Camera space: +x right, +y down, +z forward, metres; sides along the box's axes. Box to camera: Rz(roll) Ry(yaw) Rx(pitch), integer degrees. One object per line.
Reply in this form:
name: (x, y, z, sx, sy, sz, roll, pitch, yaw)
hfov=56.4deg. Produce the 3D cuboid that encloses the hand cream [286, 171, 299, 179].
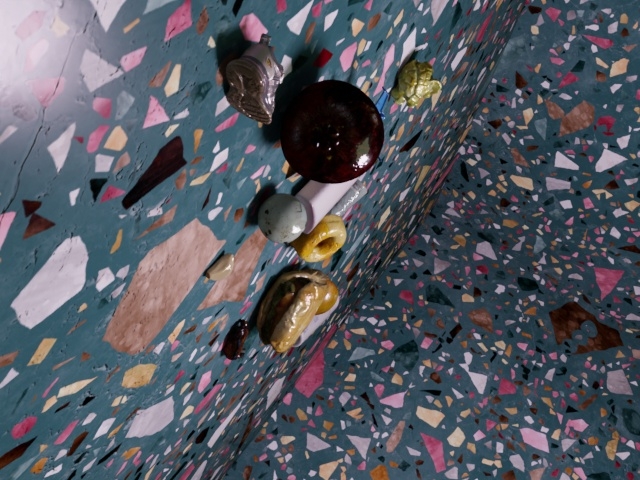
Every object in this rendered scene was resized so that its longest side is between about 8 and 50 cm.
hand cream: (-0.005, -0.220, 1.639, 0.080, 0.050, 0.234, -24, -170, 42)

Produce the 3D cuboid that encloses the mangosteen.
mangosteen: (0.030, -0.245, 1.374, 0.236, 0.235, 0.261, -61, 179, 15)

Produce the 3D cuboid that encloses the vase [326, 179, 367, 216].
vase: (0.054, -0.110, 1.996, 0.219, 0.096, 0.096, -51, 165, -11)

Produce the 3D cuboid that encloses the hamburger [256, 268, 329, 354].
hamburger: (-0.100, 0.208, 2.030, 0.330, 0.162, 0.209, -51, 162, -14)

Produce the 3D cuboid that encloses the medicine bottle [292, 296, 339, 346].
medicine bottle: (-0.039, 0.298, 2.480, 0.341, 0.130, 0.130, -40, 158, -49)

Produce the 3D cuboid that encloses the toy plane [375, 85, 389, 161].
toy plane: (0.097, -0.288, 1.585, 0.254, 0.105, 0.271, -37, 142, 16)

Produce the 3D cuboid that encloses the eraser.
eraser: (0.026, -0.160, 1.783, 0.270, 0.094, 0.174, -50, 164, -27)

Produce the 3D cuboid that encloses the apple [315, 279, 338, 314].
apple: (-0.021, 0.201, 2.250, 0.155, 0.182, 0.182, -47, 165, -4)

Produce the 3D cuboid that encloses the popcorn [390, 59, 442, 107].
popcorn: (0.303, -0.507, 1.912, 0.136, 0.162, 0.142, 53, 40, -39)

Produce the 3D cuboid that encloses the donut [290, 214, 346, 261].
donut: (0.000, 0.000, 1.893, 0.190, 0.075, 0.174, -32, 148, 15)

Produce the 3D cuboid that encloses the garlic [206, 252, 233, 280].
garlic: (-0.250, 0.072, 1.496, 0.083, 0.041, 0.053, -40, 155, -27)

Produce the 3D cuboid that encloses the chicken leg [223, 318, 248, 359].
chicken leg: (-0.277, 0.349, 1.984, 0.106, 0.051, 0.253, -54, 169, -32)

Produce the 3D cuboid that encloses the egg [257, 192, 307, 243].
egg: (-0.095, -0.052, 1.544, 0.131, 0.131, 0.164, -54, 164, -8)

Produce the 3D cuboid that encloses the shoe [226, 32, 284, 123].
shoe: (-0.115, -0.292, 1.083, 0.180, 0.089, 0.092, 90, 24, -69)
